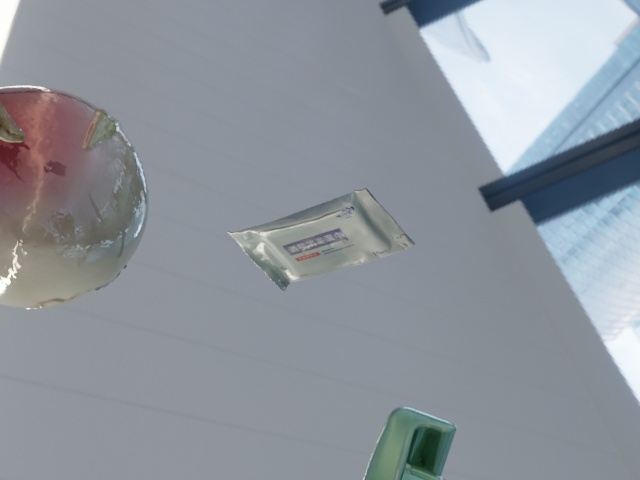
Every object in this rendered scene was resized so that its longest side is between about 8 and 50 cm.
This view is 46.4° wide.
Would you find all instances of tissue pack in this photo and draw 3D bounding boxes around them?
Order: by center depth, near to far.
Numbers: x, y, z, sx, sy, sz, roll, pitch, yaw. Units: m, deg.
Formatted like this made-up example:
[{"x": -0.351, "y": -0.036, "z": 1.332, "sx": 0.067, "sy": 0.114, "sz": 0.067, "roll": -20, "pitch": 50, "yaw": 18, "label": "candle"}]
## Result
[{"x": 0.000, "y": 0.000, "z": 0.895, "sx": 0.122, "sy": 0.193, "sz": 0.026, "roll": 45, "pitch": -144, "yaw": -42, "label": "tissue pack"}]

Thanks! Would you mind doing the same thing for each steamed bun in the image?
[{"x": -0.384, "y": -0.079, "z": 0.960, "sx": 0.309, "sy": 0.309, "sz": 0.309, "roll": 27, "pitch": -148, "yaw": -19, "label": "steamed bun"}]

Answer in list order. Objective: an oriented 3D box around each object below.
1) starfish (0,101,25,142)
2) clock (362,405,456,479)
[{"x": -0.281, "y": -0.198, "z": 0.515, "sx": 0.295, "sy": 0.048, "sz": 0.231, "roll": 45, "pitch": -143, "yaw": -5, "label": "starfish"}, {"x": 0.048, "y": 0.243, "z": 0.570, "sx": 0.066, "sy": 0.159, "sz": 0.211, "roll": 16, "pitch": -150, "yaw": 11, "label": "clock"}]
